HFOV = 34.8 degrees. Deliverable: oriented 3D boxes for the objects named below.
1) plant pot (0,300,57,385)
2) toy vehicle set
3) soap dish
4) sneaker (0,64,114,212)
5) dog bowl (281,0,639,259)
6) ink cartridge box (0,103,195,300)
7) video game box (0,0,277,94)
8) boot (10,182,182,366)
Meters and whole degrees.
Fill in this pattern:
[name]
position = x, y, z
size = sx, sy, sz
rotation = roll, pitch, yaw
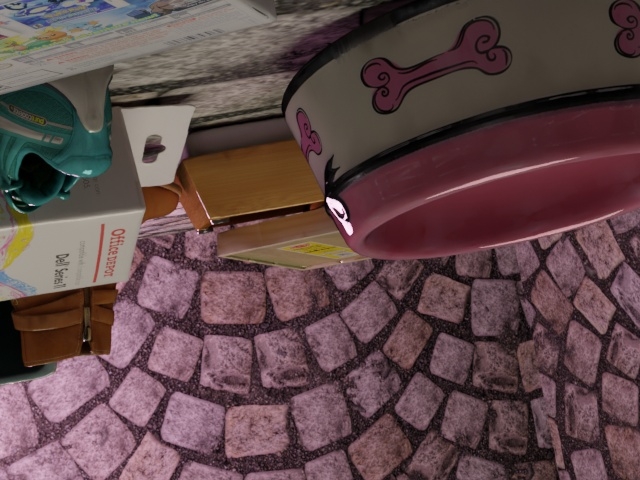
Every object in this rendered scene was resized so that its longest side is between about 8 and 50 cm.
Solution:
[plant pot]
position = -0.492, 0.047, 1.364
size = 0.247, 0.247, 0.252
rotation = -10, -164, -10
[toy vehicle set]
position = 0.000, 0.000, 1.426
size = 0.166, 0.035, 0.267
rotation = 11, 165, -40
[soap dish]
position = -0.079, -0.087, 1.384
size = 0.229, 0.118, 0.291
rotation = -10, 180, -11
[sneaker]
position = -0.245, -0.075, 0.808
size = 0.107, 0.110, 0.275
rotation = -10, 179, -37
[dog bowl]
position = 0.176, -0.096, 0.951
size = 0.408, 0.150, 0.408
rotation = -11, 167, -2
[ink cartridge box]
position = -0.298, -0.027, 1.032
size = 0.353, 0.119, 0.207
rotation = -10, 161, -19
[video game box]
position = -0.150, -0.131, 0.557
size = 0.205, 0.048, 0.187
rotation = -11, 180, 15
[boot]
position = -0.270, 0.032, 1.265
size = 0.109, 0.220, 0.283
rotation = -11, 178, 33
